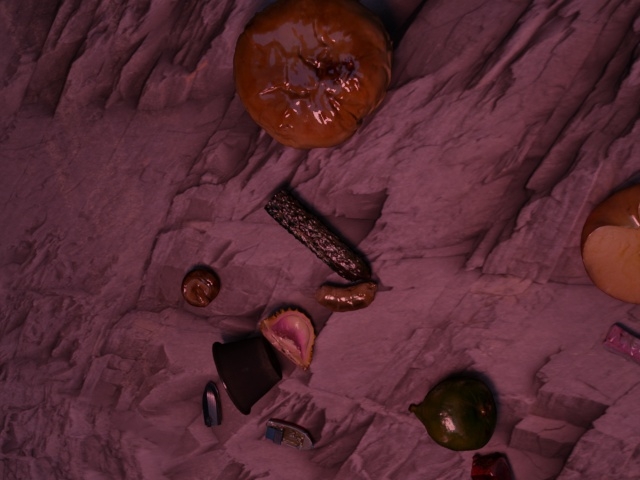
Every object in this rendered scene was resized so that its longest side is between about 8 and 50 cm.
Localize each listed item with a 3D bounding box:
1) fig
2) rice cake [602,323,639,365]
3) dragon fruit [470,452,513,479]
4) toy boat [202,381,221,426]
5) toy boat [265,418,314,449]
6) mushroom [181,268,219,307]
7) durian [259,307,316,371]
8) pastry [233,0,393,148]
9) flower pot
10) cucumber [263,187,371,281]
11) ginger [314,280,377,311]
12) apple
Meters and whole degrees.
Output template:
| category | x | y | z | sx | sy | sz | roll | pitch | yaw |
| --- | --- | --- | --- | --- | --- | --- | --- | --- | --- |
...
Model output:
| category | x | y | z | sx | sy | sz | roll | pitch | yaw |
| --- | --- | --- | --- | --- | --- | --- | --- | --- | --- |
| fig | 0.356 | 0.484 | 1.418 | 0.203 | 0.203 | 0.235 | 60 | 147 | -2 |
| rice cake | 0.859 | 0.324 | 1.293 | 0.290 | 0.051 | 0.081 | 36 | 106 | 6 |
| dragon fruit | 0.483 | 0.654 | 1.439 | 0.102 | 0.096 | 0.147 | -16 | 127 | 27 |
| toy boat | -0.353 | 0.529 | 1.642 | 0.055 | 0.060 | 0.141 | -5 | 92 | 16 |
| toy boat | -0.099 | 0.614 | 1.589 | 0.172 | 0.059 | 0.069 | 16 | 104 | 11 |
| mushroom | -0.372 | 0.145 | 1.559 | 0.127 | 0.087 | 0.127 | 2 | 102 | 10 |
| durian | -0.098 | 0.289 | 1.494 | 0.182 | 0.132 | 0.165 | 21 | 116 | -1 |
| pastry | -0.019 | -0.430 | 1.278 | 0.409 | 0.245 | 0.410 | 3 | 103 | 11 |
| flower pot | -0.206 | 0.381 | 1.511 | 0.148 | 0.235 | 0.235 | -26 | 93 | -1 |
| cucumber | 0.000 | 0.000 | 1.435 | 0.359 | 0.096 | 0.096 | 43 | 107 | 2 |
| ginger | 0.074 | 0.163 | 1.455 | 0.190 | 0.069 | 0.095 | -12 | 101 | 16 |
| apple | 0.768 | -0.013 | 1.197 | 0.251 | 0.163 | 0.293 | 44 | 121 | -7 |
